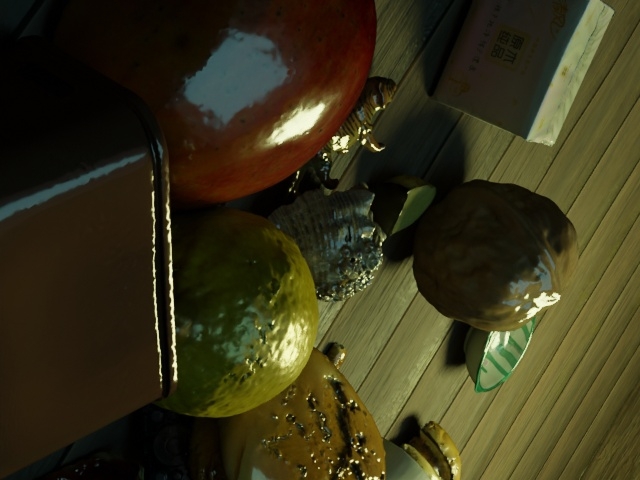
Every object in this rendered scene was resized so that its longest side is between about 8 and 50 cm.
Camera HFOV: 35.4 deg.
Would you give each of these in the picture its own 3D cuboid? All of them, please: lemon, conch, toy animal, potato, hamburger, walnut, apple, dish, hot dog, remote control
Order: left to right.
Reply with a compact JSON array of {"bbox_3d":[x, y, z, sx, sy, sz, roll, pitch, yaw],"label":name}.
[{"bbox_3d":[-0.194,0.315,1.351,0.090,0.066,0.265,-3,99,-6],"label":"remote control"},{"bbox_3d":[-0.125,0.081,1.155,0.245,0.245,0.320,-61,168,2],"label":"lemon"},{"bbox_3d":[-0.108,-0.209,1.085,0.365,0.295,0.328,-44,106,-25],"label":"apple"},{"bbox_3d":[-0.044,0.296,1.345,0.304,0.174,0.284,53,40,-25],"label":"hamburger"},{"bbox_3d":[0.000,0.000,1.373,0.245,0.163,0.178,-7,119,-31],"label":"conch"},{"bbox_3d":[0.005,0.234,1.652,0.044,0.028,0.137,20,100,-49],"label":"hot dog"},{"bbox_3d":[0.019,-0.138,1.369,0.241,0.057,0.099,-39,135,-26],"label":"toy animal"},{"bbox_3d":[0.123,-0.064,1.547,0.103,0.066,0.096,-16,142,-53],"label":"potato"},{"bbox_3d":[0.226,0.478,2.040,0.124,0.131,0.262,-40,147,-28],"label":"hamburger"},{"bbox_3d":[0.286,0.022,1.646,0.273,0.273,0.227,-13,124,-48],"label":"walnut"},{"bbox_3d":[0.360,0.193,2.042,0.246,0.078,0.224,-51,146,-13],"label":"dish"}]

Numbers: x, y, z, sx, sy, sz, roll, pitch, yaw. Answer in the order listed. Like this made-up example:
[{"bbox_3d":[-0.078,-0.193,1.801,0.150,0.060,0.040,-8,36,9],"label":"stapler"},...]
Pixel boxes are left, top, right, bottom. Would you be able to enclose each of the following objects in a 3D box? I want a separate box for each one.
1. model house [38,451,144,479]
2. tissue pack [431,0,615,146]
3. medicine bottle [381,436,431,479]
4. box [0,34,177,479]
[{"bbox_3d":[-0.299,0.400,1.265,0.254,0.160,0.196,-61,161,-58],"label":"model house"},{"bbox_3d":[0.300,-0.280,1.505,0.124,0.185,0.225,1,114,-57],"label":"tissue pack"},{"bbox_3d":[0.018,0.525,1.725,0.371,0.211,0.211,-40,142,-26],"label":"medicine bottle"},{"bbox_3d":[-0.293,0.025,0.911,0.229,0.239,0.339,-28,135,-36],"label":"box"}]
